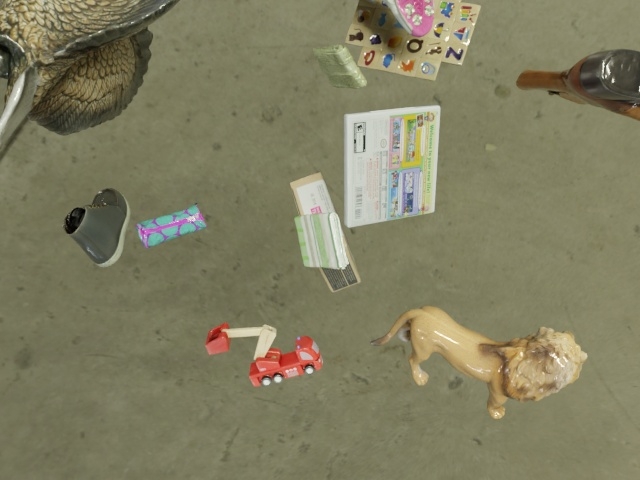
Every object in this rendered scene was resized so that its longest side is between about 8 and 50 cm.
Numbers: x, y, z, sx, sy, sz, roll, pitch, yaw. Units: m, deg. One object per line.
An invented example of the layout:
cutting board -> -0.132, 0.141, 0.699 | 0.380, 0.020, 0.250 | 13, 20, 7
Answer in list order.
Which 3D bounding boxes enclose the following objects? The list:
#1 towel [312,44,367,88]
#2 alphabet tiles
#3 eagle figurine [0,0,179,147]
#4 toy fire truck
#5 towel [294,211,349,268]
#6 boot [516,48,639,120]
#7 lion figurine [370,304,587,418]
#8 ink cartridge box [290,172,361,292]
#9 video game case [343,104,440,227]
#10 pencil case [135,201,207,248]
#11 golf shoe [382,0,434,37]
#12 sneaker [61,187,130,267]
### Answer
towel -> 0.040, -0.383, 1.279 | 0.027, 0.110, 0.148 | -44, 30, -11
alphabet tiles -> 0.251, -0.598, 1.597 | 0.343, 0.011, 0.285 | 17, 89, 19
eagle figurine -> -0.258, -0.218, 0.597 | 0.226, 0.298, 0.225 | 29, 122, 40
toy fire truck -> -0.104, 0.205, 1.084 | 0.192, 0.135, 0.047 | -16, 26, 7
towel -> 0.000, 0.000, 1.160 | 0.023, 0.152, 0.113 | -14, 97, -30
boot -> 0.482, -0.219, 0.918 | 0.264, 0.280, 0.096 | 11, 99, -5
lion figurine -> 0.287, 0.213, 1.121 | 0.392, 0.240, 0.142 | 16, 54, 14
ink cartridge box -> 0.014, -0.018, 1.428 | 0.088, 0.193, 0.234 | -19, 57, 3
video game case -> 0.134, -0.139, 1.080 | 0.193, 0.212, 0.023 | -11, 24, -21
pencil case -> -0.343, -0.033, 1.321 | 0.152, 0.070, 0.064 | -21, 88, -22
golf shoe -> 0.179, -0.646, 1.445 | 0.115, 0.140, 0.306 | -31, 99, -22
sneaker -> -0.468, -0.060, 1.206 | 0.083, 0.118, 0.222 | -25, 46, 6
